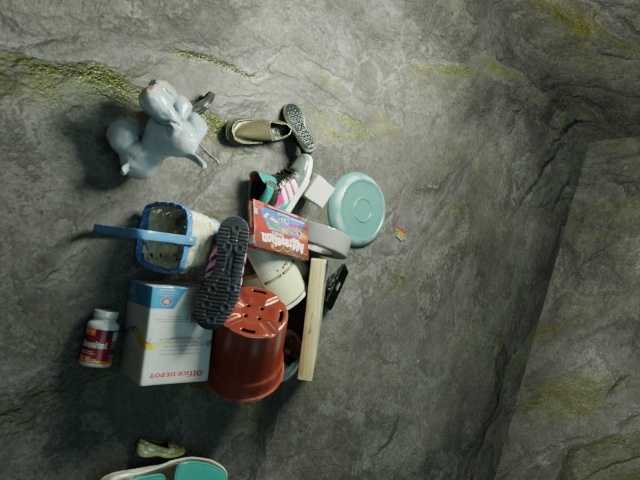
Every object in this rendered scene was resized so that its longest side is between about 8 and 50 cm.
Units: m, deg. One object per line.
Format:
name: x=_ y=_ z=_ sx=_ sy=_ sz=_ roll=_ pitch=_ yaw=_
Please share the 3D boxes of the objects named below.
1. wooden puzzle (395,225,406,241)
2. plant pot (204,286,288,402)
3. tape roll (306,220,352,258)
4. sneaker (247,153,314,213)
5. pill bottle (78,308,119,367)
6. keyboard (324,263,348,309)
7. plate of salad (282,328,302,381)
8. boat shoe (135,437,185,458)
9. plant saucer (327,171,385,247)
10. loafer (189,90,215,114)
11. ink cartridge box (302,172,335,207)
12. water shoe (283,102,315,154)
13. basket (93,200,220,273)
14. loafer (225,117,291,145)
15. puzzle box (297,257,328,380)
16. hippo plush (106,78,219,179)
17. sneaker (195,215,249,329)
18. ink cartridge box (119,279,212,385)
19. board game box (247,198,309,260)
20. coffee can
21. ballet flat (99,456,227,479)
wooden puzzle: x=0.363 y=-0.026 z=2.125 sx=0.083 sy=0.006 sz=0.049 roll=39 pitch=69 yaw=-33
plant pot: x=-0.220 y=0.301 z=1.438 sx=0.273 sy=0.272 sz=0.265 roll=-17 pitch=138 yaw=-37
tape roll: x=0.000 y=0.000 z=1.701 sx=0.219 sy=0.219 sz=0.072 roll=25 pitch=77 yaw=-37
sneaker: x=-0.153 y=-0.208 z=1.630 sx=0.178 sy=0.124 sz=0.295 roll=37 pitch=76 yaw=-42
pill bottle: x=-0.611 y=0.270 z=1.310 sx=0.086 sy=0.086 sz=0.151 roll=15 pitch=82 yaw=-38
keyboard: x=0.053 y=0.171 z=1.859 sx=0.192 sy=0.038 sz=0.100 roll=-63 pitch=148 yaw=-32
plate of salad: x=-0.139 y=0.422 z=1.718 sx=0.200 sy=0.048 sz=0.199 roll=-3 pitch=94 yaw=-39
boat shoe: x=-0.486 y=0.633 z=1.447 sx=0.153 sy=0.056 sz=0.048 roll=17 pitch=86 yaw=-30
plant saucer: x=0.163 y=-0.126 z=1.940 sx=0.318 sy=0.044 sz=0.317 roll=-1 pitch=92 yaw=-39
loafer: x=-0.396 y=-0.414 z=1.470 sx=0.061 sy=0.062 sz=0.170 roll=46 pitch=64 yaw=-25
ink cartridge box: x=-0.034 y=-0.193 z=1.724 sx=0.092 sy=0.143 sz=0.089 roll=34 pitch=89 yaw=-35
water shoe: x=-0.088 y=-0.399 z=1.713 sx=0.073 sy=0.080 sz=0.203 roll=-19 pitch=79 yaw=-23
basket: x=-0.446 y=-0.011 z=1.324 sx=0.289 sy=0.255 sz=0.200 roll=15 pitch=85 yaw=-49
loafer: x=-0.204 y=-0.378 z=1.605 sx=0.251 sy=0.087 sz=0.094 roll=-16 pitch=102 yaw=-37
puzzle box: x=-0.023 y=0.267 z=1.688 sx=0.052 sy=0.272 sz=0.408 roll=7 pitch=86 yaw=4
hippo plush: x=-0.461 y=-0.281 z=1.349 sx=0.237 sy=0.234 sz=0.294 roll=-31 pitch=98 yaw=13
sneaker: x=-0.270 y=0.094 z=1.338 sx=0.112 sy=0.131 sz=0.318 roll=18 pitch=81 yaw=-9
ink cartridge box: x=-0.444 y=0.260 z=1.371 sx=0.198 sy=0.197 sz=0.269 roll=8 pitch=86 yaw=-39
board game box: x=-0.127 y=-0.026 z=1.480 sx=0.281 sy=0.027 sz=0.145 roll=18 pitch=66 yaw=-56
coffee can: x=-0.187 y=0.086 z=1.565 sx=0.201 sy=0.202 sz=0.275 roll=-38 pitch=114 yaw=-31
ballet flat: x=-0.472 y=0.720 z=1.416 sx=0.400 sy=0.139 sz=0.139 roll=16 pitch=82 yaw=-42
